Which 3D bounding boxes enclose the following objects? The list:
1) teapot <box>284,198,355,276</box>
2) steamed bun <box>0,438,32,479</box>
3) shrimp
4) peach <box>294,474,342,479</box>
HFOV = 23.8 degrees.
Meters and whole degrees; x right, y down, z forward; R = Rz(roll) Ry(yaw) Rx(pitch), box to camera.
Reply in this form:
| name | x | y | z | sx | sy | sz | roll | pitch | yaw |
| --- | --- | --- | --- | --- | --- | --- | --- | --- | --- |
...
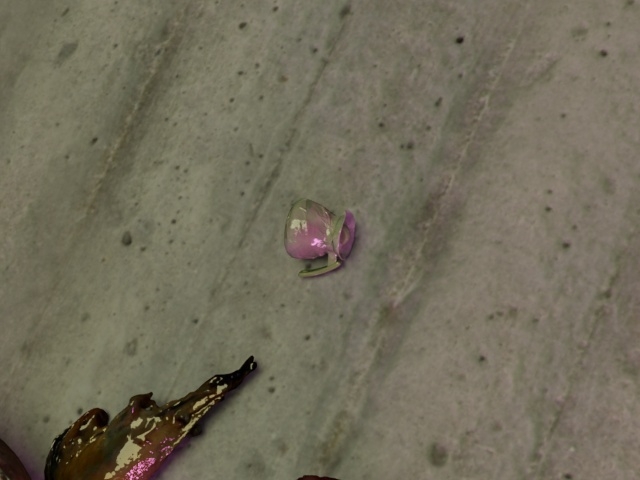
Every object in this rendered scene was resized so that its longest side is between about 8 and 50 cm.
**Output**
| name | x | y | z | sx | sy | sz | roll | pitch | yaw |
| --- | --- | --- | --- | --- | --- | --- | --- | --- | --- |
| teapot | 0.000 | 0.000 | 1.574 | 0.064 | 0.064 | 0.083 | 9 | 107 | 19 |
| steamed bun | -0.416 | 0.303 | 1.566 | 0.251 | 0.199 | 0.301 | -43 | 68 | -16 |
| shrimp | -0.189 | 0.183 | 1.578 | 0.262 | 0.066 | 0.117 | -42 | 60 | 2 |
| peach | -0.002 | 0.305 | 1.358 | 0.190 | 0.226 | 0.196 | -9 | 67 | 17 |
